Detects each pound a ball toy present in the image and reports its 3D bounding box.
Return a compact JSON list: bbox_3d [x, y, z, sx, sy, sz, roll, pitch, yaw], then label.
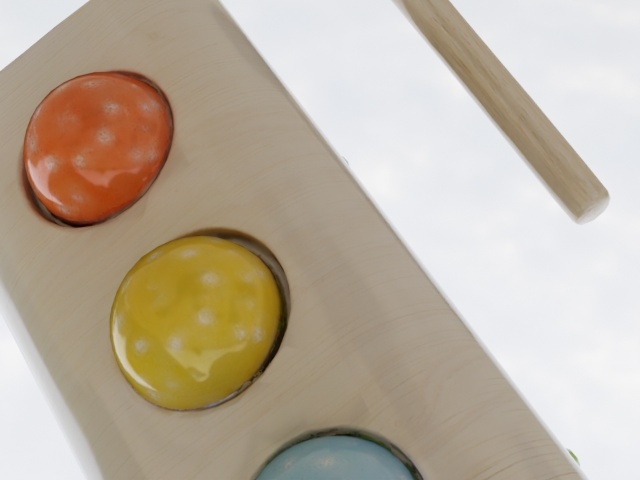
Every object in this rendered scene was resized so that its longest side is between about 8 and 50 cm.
[{"bbox_3d":[0.000,0.000,0.429,0.208,0.136,0.319,-38,-122,5],"label":"pound a ball toy"}]
